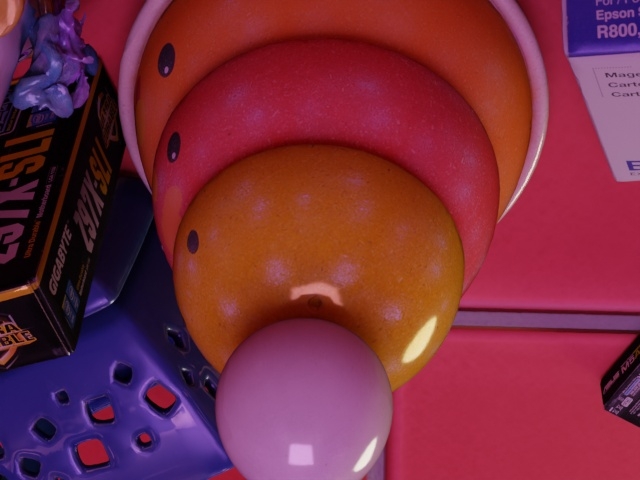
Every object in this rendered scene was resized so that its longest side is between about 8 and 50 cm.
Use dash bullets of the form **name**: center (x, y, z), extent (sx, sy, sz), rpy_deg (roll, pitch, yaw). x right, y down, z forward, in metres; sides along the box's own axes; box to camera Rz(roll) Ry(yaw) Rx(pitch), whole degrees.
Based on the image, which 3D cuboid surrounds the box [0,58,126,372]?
- **box**: center (-0.298, -0.005, 1.443), extent (0.257, 0.322, 0.079), rpy_deg (-13, 124, 13)

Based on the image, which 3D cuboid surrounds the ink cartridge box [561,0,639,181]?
- **ink cartridge box**: center (0.350, -0.139, 1.337), extent (0.324, 0.071, 0.330), rpy_deg (-3, 160, 17)

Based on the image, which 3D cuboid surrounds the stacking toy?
- **stacking toy**: center (0.000, 0.000, 1.331), extent (0.350, 0.480, 0.351), rpy_deg (2, 124, 2)

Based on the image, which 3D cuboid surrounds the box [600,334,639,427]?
- **box**: center (0.379, 0.116, 1.649), extent (0.184, 0.045, 0.191), rpy_deg (25, 121, -16)

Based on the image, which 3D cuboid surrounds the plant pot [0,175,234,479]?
- **plant pot**: center (-0.198, 0.092, 1.565), extent (0.236, 0.236, 0.212), rpy_deg (-26, 112, 20)

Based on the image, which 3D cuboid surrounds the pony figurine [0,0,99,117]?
- **pony figurine**: center (-0.229, -0.227, 1.315), extent (0.302, 0.363, 0.351), rpy_deg (20, 108, -1)
